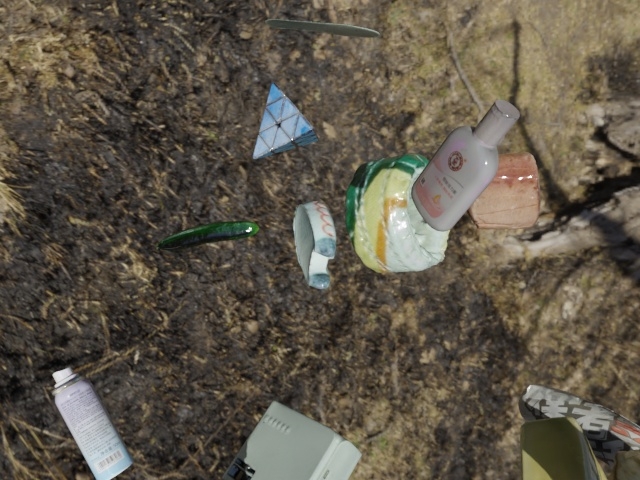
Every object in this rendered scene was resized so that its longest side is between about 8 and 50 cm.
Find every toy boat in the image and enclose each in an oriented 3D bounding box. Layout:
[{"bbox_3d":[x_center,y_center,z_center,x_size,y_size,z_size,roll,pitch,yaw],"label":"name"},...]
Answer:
[{"bbox_3d":[0.000,0.000,1.061,0.078,0.208,0.134,-2,122,-13],"label":"toy boat"}]

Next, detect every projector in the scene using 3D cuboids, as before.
[{"bbox_3d":[-0.062,0.474,1.124,0.198,0.250,0.108,-54,125,-24],"label":"projector"}]

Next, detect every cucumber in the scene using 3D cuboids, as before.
[{"bbox_3d":[-0.294,-0.014,1.394,0.056,0.284,0.056,-10,90,-78],"label":"cucumber"}]

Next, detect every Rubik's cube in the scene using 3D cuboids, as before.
[{"bbox_3d":[-0.074,-0.320,1.408,0.211,0.178,0.191,-26,112,-25],"label":"Rubik's cube"}]

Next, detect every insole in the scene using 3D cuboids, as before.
[{"bbox_3d":[0.006,-0.418,1.060,0.231,0.080,0.003,4,96,-6],"label":"insole"}]

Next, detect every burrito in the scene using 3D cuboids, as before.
[{"bbox_3d":[0.672,0.468,1.306,0.101,0.445,0.139,-18,109,-26],"label":"burrito"}]

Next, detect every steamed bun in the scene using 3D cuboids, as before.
[{"bbox_3d":[0.357,-0.099,1.069,0.175,0.144,0.107,70,23,-49],"label":"steamed bun"}]

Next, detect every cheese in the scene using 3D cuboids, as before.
[{"bbox_3d":[0.452,0.488,0.950,0.266,0.123,0.243,55,29,-28],"label":"cheese"}]

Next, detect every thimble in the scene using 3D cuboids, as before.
[{"bbox_3d":[0.189,-0.057,1.273,0.254,0.167,0.288,-51,127,-39],"label":"thimble"}]

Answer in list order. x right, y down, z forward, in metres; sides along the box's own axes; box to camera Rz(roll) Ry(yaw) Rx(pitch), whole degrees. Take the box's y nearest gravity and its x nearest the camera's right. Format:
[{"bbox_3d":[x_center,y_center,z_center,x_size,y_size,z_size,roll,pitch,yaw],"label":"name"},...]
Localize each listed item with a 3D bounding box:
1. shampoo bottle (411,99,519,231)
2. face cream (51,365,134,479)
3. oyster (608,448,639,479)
[{"bbox_3d":[0.165,-0.087,0.619,0.040,0.080,0.165,-4,145,-31],"label":"shampoo bottle"},{"bbox_3d":[-0.452,0.353,1.053,0.075,0.075,0.230,-27,85,-37],"label":"face cream"},{"bbox_3d":[0.427,0.386,0.623,0.100,0.271,0.275,-32,146,-34],"label":"oyster"}]
